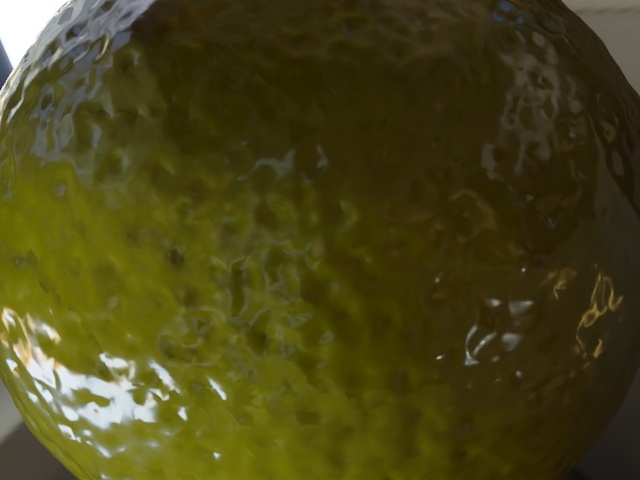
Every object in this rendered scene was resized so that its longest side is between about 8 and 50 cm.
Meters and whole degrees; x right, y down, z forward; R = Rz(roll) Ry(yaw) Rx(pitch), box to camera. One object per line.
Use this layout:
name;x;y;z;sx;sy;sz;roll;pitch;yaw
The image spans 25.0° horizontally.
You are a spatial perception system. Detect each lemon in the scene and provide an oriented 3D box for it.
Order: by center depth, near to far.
lemon;-0.002;0.000;0.705;0.336;0.336;0.336;-15;-151;8
